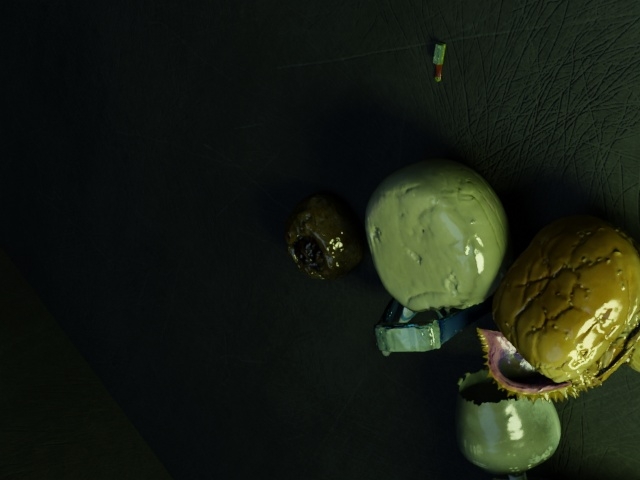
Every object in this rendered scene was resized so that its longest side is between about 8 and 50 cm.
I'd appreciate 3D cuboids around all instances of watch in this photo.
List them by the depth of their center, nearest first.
[{"bbox_3d":[0.201,0.167,1.965,0.276,0.274,0.068,-4,105,40],"label":"watch"}]

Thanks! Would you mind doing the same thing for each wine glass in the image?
[{"bbox_3d":[0.415,0.446,1.959,0.238,0.238,0.323,4,113,47],"label":"wine glass"}]

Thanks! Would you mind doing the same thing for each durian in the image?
[{"bbox_3d":[0.470,0.253,1.797,0.260,0.186,0.154,-8,74,29],"label":"durian"}]

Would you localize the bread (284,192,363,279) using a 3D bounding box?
[{"bbox_3d":[0.000,0.000,2.246,0.230,0.123,0.230,22,124,37],"label":"bread"}]

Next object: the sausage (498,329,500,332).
[{"bbox_3d":[0.450,0.171,1.858,0.109,0.109,0.270,51,138,15],"label":"sausage"}]

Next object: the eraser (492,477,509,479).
[{"bbox_3d":[0.543,0.583,1.825,0.397,0.082,0.213,6,113,6],"label":"eraser"}]

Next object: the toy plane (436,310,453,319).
[{"bbox_3d":[0.300,0.192,2.091,0.080,0.033,0.083,38,142,27],"label":"toy plane"}]

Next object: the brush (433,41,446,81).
[{"bbox_3d":[0.243,-0.366,1.847,0.019,0.021,0.083,28,130,32],"label":"brush"}]

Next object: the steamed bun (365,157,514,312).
[{"bbox_3d":[0.261,-0.023,1.855,0.334,0.233,0.312,-1,107,51],"label":"steamed bun"}]

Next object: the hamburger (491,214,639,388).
[{"bbox_3d":[0.464,0.102,1.615,0.318,0.158,0.319,-33,44,39],"label":"hamburger"}]

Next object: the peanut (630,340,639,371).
[{"bbox_3d":[0.636,0.137,1.608,0.147,0.147,0.305,51,141,15],"label":"peanut"}]

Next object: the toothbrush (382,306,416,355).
[{"bbox_3d":[0.221,0.156,2.152,0.040,0.040,0.386,43,137,23],"label":"toothbrush"}]
